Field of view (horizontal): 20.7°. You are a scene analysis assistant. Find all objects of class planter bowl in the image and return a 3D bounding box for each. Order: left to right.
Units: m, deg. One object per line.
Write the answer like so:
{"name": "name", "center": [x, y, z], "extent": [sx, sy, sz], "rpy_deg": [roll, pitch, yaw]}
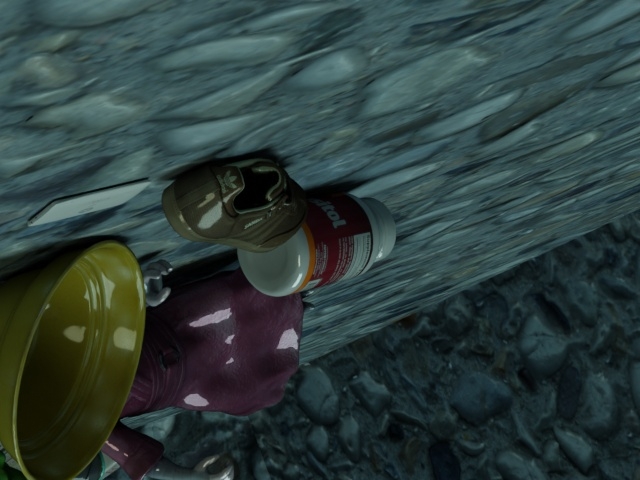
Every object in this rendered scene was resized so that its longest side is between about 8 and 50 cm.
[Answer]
{"name": "planter bowl", "center": [-0.239, 0.094, 1.494], "extent": [0.090, 0.217, 0.217], "rpy_deg": [15, -175, 19]}

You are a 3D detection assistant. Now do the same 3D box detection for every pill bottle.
{"name": "pill bottle", "center": [0.000, 0.000, 1.660], "extent": [0.086, 0.086, 0.152], "rpy_deg": [-26, 171, 41]}

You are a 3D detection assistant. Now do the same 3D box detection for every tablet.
{"name": "tablet", "center": [-0.170, -0.027, 1.291], "extent": [0.083, 0.006, 0.054], "rpy_deg": [-15, 171, -35]}

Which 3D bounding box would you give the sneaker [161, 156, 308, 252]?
{"name": "sneaker", "center": [-0.046, -0.031, 1.373], "extent": [0.071, 0.066, 0.188], "rpy_deg": [-25, 172, 27]}

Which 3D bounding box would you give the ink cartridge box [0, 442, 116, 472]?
{"name": "ink cartridge box", "center": [-0.356, 0.246, 1.986], "extent": [0.232, 0.168, 0.171], "rpy_deg": [-35, 176, -8]}

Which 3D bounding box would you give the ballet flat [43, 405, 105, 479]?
{"name": "ballet flat", "center": [-0.262, 0.141, 1.594], "extent": [0.074, 0.203, 0.074], "rpy_deg": [-22, 151, -13]}

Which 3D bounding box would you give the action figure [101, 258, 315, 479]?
{"name": "action figure", "center": [-0.185, 0.113, 1.810], "extent": [0.275, 0.248, 0.370], "rpy_deg": [10, -163, 43]}

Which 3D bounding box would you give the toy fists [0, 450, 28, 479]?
{"name": "toy fists", "center": [-0.345, 0.182, 1.490], "extent": [0.096, 0.279, 0.142], "rpy_deg": [-56, -169, -7]}
